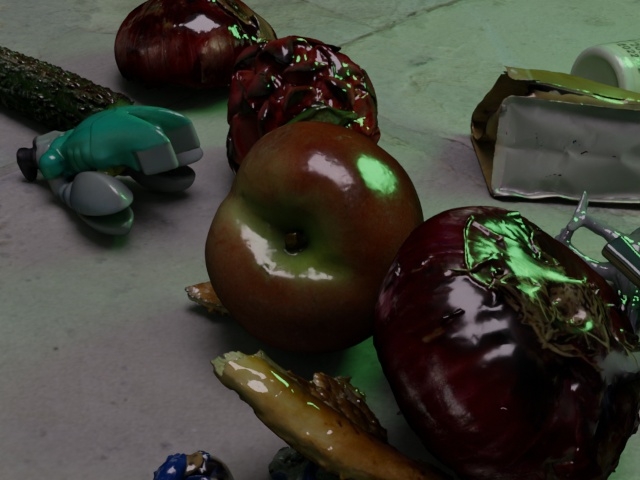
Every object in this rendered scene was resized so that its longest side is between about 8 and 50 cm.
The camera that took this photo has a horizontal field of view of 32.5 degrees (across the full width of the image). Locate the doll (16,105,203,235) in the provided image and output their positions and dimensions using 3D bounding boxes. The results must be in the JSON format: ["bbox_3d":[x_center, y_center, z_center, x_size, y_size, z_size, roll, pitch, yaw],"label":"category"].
[{"bbox_3d":[-0.261,-0.104,1.431,0.195,0.153,0.258,-35,31,-24],"label":"doll"}]

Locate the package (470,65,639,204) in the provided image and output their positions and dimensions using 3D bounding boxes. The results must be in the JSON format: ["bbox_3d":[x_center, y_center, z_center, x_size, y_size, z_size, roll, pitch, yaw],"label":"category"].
[{"bbox_3d":[0.399,-0.172,1.621,0.311,0.165,0.221,5,32,-4],"label":"package"}]

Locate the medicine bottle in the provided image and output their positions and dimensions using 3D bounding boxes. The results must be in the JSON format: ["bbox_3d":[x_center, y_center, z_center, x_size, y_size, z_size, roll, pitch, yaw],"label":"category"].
[{"bbox_3d":[0.549,-0.266,1.820,0.252,0.144,0.144,-9,35,-26],"label":"medicine bottle"}]

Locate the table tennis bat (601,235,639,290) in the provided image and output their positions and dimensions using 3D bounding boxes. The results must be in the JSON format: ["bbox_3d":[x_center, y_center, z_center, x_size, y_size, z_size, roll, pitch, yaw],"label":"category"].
[{"bbox_3d":[0.419,0.095,1.230,0.154,0.021,0.274,-25,57,-24],"label":"table tennis bat"}]

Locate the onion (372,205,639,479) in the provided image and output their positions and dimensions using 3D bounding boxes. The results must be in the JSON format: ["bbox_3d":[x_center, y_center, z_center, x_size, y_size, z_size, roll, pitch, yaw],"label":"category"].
[{"bbox_3d":[0.178,0.114,1.068,0.314,0.232,0.314,24,46,-27],"label":"onion"}]

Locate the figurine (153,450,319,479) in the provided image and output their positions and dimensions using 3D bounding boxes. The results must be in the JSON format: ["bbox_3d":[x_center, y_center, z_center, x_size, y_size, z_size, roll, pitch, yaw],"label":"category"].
[{"bbox_3d":[-0.082,0.260,0.905,0.164,0.120,0.262,6,16,-3],"label":"figurine"}]

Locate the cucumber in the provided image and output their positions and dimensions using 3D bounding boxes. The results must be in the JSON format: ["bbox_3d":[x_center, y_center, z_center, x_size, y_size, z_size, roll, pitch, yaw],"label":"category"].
[{"bbox_3d":[-0.420,-0.220,1.617,0.359,0.096,0.096,25,36,31],"label":"cucumber"}]

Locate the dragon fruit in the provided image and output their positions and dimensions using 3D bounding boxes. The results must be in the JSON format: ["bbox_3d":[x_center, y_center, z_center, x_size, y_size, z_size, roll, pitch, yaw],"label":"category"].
[{"bbox_3d":[-0.042,-0.174,1.500,0.234,0.233,0.293,-12,19,-28],"label":"dragon fruit"}]

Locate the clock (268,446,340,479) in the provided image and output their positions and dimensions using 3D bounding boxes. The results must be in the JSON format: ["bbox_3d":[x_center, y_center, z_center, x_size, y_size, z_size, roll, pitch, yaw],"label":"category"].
[{"bbox_3d":[-0.007,0.217,1.056,0.083,0.010,0.074,6,20,13],"label":"clock"}]

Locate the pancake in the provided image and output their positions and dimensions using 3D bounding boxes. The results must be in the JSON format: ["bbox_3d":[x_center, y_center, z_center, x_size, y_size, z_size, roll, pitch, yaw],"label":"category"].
[{"bbox_3d":[0.021,0.159,1.034,0.266,0.057,0.244,40,11,-6],"label":"pancake"}]

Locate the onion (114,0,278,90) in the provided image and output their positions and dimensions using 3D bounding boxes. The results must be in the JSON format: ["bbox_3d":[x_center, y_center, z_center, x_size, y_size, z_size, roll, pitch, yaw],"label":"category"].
[{"bbox_3d":[-0.194,-0.340,1.748,0.272,0.195,0.272,2,23,-1],"label":"onion"}]

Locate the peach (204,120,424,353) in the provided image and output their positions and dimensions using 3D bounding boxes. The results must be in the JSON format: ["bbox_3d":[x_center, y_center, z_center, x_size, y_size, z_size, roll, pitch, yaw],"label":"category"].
[{"bbox_3d":[0.000,0.000,1.197,0.252,0.252,0.252,5,32,-3],"label":"peach"}]

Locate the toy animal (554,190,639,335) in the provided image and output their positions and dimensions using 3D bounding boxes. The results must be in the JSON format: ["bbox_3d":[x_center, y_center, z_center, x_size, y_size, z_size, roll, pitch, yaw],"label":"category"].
[{"bbox_3d":[0.383,0.031,1.361,0.206,0.081,0.367,40,41,19],"label":"toy animal"}]

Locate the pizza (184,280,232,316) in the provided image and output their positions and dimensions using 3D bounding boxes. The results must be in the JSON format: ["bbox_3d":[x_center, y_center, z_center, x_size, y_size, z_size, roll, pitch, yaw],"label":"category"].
[{"bbox_3d":[-0.120,0.067,1.271,0.078,0.025,0.083,8,30,-7],"label":"pizza"}]
